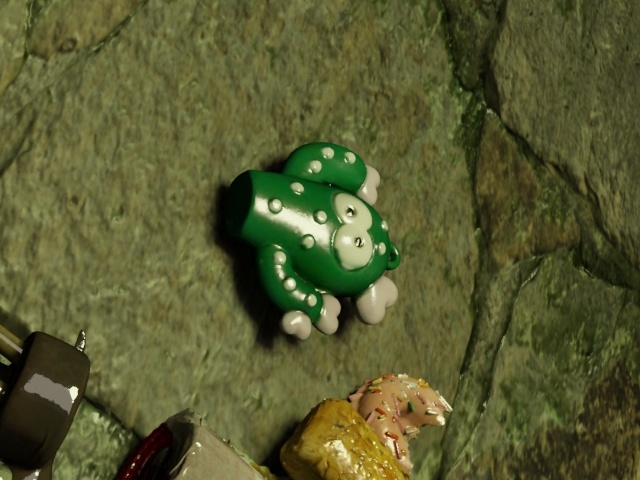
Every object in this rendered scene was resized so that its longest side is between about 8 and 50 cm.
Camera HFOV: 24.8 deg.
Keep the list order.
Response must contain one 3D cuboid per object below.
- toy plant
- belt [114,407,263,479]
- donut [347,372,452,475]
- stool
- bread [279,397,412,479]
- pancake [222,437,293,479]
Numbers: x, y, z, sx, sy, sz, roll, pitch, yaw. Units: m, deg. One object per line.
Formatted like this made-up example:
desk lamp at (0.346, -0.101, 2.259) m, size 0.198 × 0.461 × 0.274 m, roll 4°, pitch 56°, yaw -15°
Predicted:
toy plant at (0.001, -0.004, 1.722) m, size 0.243 × 0.112 × 0.233 m, roll -10°, pitch 80°, yaw -42°
belt at (-0.138, 0.278, 1.449) m, size 0.124 × 0.128 × 0.201 m, roll 46°, pitch 45°, yaw -24°
donut at (0.084, 0.214, 1.739) m, size 0.117 × 0.065 × 0.166 m, roll 42°, pitch 38°, yaw -11°
stool at (-0.290, 0.171, 1.350) m, size 0.121 × 0.125 × 0.217 m, roll 25°, pitch 75°, yaw -17°
bread at (0.050, 0.278, 1.628) m, size 0.211 × 0.083 × 0.114 m, roll 51°, pitch 33°, yaw -8°
pancake at (0.015, 0.388, 1.611) m, size 0.426 × 0.067 × 0.305 m, roll 20°, pitch 59°, yaw -38°
